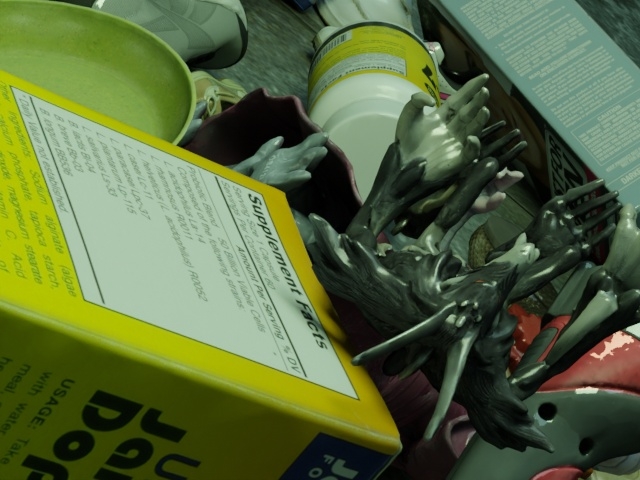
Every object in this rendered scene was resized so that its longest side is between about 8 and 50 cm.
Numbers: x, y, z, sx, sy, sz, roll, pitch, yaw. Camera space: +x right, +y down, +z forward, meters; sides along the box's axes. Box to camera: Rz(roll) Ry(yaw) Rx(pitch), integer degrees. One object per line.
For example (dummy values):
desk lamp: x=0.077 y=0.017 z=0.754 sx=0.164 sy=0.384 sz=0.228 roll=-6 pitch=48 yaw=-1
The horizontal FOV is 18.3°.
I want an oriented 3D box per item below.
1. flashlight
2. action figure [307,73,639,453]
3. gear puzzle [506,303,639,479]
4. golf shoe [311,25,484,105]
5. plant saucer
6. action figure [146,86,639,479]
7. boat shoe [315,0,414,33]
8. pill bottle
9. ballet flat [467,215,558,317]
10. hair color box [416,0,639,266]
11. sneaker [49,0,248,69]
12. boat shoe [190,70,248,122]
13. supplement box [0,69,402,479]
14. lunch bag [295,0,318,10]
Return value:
flashlight: x=0.111 y=0.151 z=1.081 sx=0.103 sy=0.304 sz=0.103 roll=18 pitch=-28 yaw=34
action figure: x=0.086 y=0.001 z=1.000 sx=0.164 sy=0.141 sz=0.275 roll=39 pitch=19 yaw=-2
gear puzzle: x=0.209 y=0.128 z=1.528 sx=0.339 sy=0.044 sz=0.175 roll=21 pitch=39 yaw=-29
golf shoe: x=0.076 y=-0.173 z=1.942 sx=0.186 sy=0.086 sz=0.067 roll=24 pitch=28 yaw=-32
plant saucer: x=-0.196 y=-0.073 z=1.203 sx=0.241 sy=0.037 sz=0.241 roll=2 pitch=35 yaw=-1
action figure: x=0.030 y=0.077 z=1.273 sx=0.370 sy=0.276 sz=0.248 roll=50 pitch=16 yaw=-35
boat shoe: x=0.051 y=-0.275 z=2.091 sx=0.098 sy=0.096 sz=0.277 roll=26 pitch=25 yaw=-33
pill bottle: x=0.046 y=-0.102 z=1.697 sx=0.119 sy=0.119 sz=0.208 roll=34 pitch=22 yaw=-14
ballet flat: x=0.186 y=0.084 z=1.660 sx=0.084 sy=0.058 sz=0.250 roll=13 pitch=38 yaw=-44
hair color box: x=0.245 y=-0.131 z=1.995 sx=0.374 sy=0.113 sz=0.185 roll=53 pitch=-11 yaw=31
sneaker: x=-0.137 y=-0.159 z=1.570 sx=0.271 sy=0.100 sz=0.108 roll=8 pitch=71 yaw=-66
boat shoe: x=-0.086 y=-0.097 z=1.557 sx=0.048 sy=0.056 sz=0.153 roll=39 pitch=13 yaw=13
supplement box: x=-0.174 y=0.047 z=0.911 sx=0.356 sy=0.195 sz=0.194 roll=23 pitch=27 yaw=-36
lunch bag: x=-0.023 y=-0.279 z=2.023 sx=0.067 sy=0.065 sz=0.098 roll=45 pitch=14 yaw=-33
